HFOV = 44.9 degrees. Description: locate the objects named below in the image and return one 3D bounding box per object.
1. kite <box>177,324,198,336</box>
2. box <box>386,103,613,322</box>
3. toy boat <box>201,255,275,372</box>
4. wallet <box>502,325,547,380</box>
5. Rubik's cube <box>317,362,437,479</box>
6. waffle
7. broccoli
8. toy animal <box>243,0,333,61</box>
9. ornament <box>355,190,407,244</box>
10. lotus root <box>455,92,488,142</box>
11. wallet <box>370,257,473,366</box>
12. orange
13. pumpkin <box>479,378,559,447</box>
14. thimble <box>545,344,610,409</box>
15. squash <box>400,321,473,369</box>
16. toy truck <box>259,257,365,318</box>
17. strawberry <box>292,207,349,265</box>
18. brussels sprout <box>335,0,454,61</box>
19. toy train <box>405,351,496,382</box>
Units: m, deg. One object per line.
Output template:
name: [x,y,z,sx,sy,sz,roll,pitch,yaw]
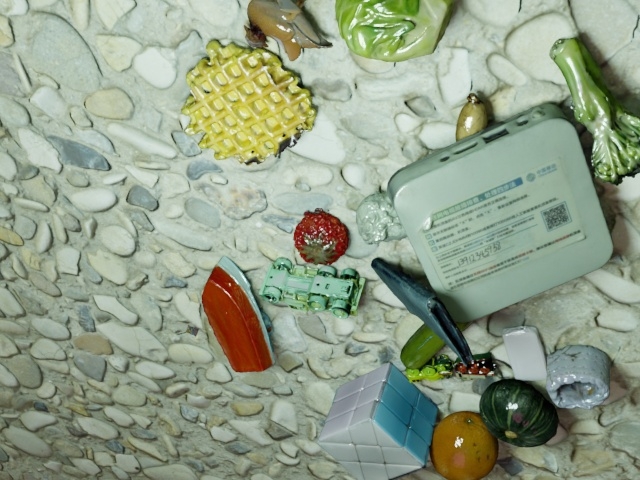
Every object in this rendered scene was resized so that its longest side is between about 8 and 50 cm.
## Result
kite: [-0.395,0.279,2.329,0.044,0.002,0.078,40,129,-14]
box: [0.382,-0.048,1.637,0.396,0.111,0.396,-24,120,8]
toy boat: [-0.220,0.198,2.128,0.145,0.133,0.331,-7,115,31]
wallet: [0.527,0.291,1.985,0.095,0.033,0.190,-6,126,22]
Rubik's cube: [0.165,0.519,2.174,0.231,0.224,0.221,45,127,-16]
waffle: [-0.169,-0.291,1.742,0.307,0.060,0.312,28,132,-1]
broccoli: [0.538,-0.257,1.481,0.165,0.145,0.304,-31,101,28]
toy animal: [-0.070,-0.426,1.585,0.188,0.089,0.179,34,145,-9]
ornament: [0.219,-0.045,1.763,0.285,0.120,0.130,3,112,16]
lotus root: [0.314,-0.232,1.604,0.063,0.072,0.152,14,132,19]
wallet: [0.232,0.149,1.792,0.046,0.379,0.190,-38,109,-4]
orange: [0.401,0.574,2.160,0.206,0.206,0.206,10,131,12]
pumpkin: [0.523,0.453,2.044,0.212,0.152,0.211,16,150,10]
thimble: [0.641,0.342,1.930,0.151,0.118,0.127,-15,124,29]
squash: [0.307,0.229,1.978,0.087,0.087,0.331,32,133,-8]
toy truck: [-0.022,0.143,2.007,0.260,0.128,0.135,11,144,11]
strawberry: [0.000,0.000,1.902,0.145,0.086,0.145,11,133,12]
brussels sprout: [0.137,-0.436,1.453,0.223,0.161,0.223,2,107,8]
toy train: [0.351,0.344,2.082,0.250,0.053,0.085,-6,133,24]
